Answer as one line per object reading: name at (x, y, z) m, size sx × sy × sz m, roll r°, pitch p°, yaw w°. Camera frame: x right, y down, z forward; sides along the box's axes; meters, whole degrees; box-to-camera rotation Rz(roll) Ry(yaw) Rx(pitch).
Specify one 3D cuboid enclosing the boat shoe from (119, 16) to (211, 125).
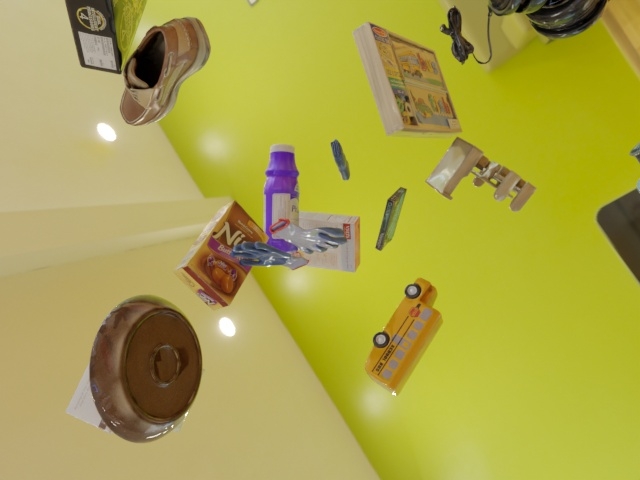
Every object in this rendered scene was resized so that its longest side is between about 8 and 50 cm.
boat shoe at (-0.362, -0.351, 1.001) m, size 0.116 × 0.324 × 0.123 m, roll -29°, pitch -93°, yaw -49°

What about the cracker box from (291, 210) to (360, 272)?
cracker box at (0.000, 0.000, 1.396) m, size 0.067 × 0.232 × 0.156 m, roll -50°, pitch -37°, yaw -57°

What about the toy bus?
toy bus at (0.258, 0.280, 1.416) m, size 0.130 × 0.333 × 0.108 m, roll 27°, pitch 162°, yaw 32°

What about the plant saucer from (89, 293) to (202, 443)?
plant saucer at (-0.349, 0.268, 1.020) m, size 0.310 × 0.050 × 0.311 m, roll -11°, pitch -90°, yaw -67°

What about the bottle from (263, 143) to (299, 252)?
bottle at (-0.102, -0.108, 1.250) m, size 0.118 × 0.092 × 0.283 m, roll 20°, pitch -109°, yaw -82°

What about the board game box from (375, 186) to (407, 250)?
board game box at (0.231, -0.071, 1.558) m, size 0.026 × 0.186 × 0.126 m, roll 22°, pitch -147°, yaw 19°

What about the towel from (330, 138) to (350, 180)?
towel at (0.058, -0.222, 1.319) m, size 0.119 × 0.029 × 0.067 m, roll 59°, pitch -162°, yaw -60°

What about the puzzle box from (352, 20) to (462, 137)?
puzzle box at (0.250, -0.412, 1.275) m, size 0.409 × 0.052 × 0.272 m, roll -16°, pitch -94°, yaw -53°

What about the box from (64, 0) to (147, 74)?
box at (-0.405, -0.576, 0.896) m, size 0.097 × 0.395 × 0.318 m, roll 7°, pitch -120°, yaw -12°

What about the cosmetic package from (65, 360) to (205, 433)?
cosmetic package at (-0.515, 0.432, 1.384) m, size 0.385 × 0.156 × 0.217 m, roll 62°, pitch -134°, yaw -64°

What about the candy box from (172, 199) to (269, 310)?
candy box at (-0.181, 0.024, 0.893) m, size 0.109 × 0.053 × 0.187 m, roll 49°, pitch -139°, yaw -24°

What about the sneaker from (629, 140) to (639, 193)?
sneaker at (0.598, -0.099, 0.776) m, size 0.104 × 0.125 × 0.262 m, roll 31°, pitch -141°, yaw -17°

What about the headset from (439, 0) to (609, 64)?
headset at (0.372, -0.460, 0.821) m, size 0.243 × 0.394 × 0.185 m, roll 5°, pitch -114°, yaw -29°

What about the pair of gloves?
pair of gloves at (-0.058, 0.011, 0.836) m, size 0.159 × 0.198 × 0.023 m, roll 19°, pitch -124°, yaw -43°

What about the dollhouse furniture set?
dollhouse furniture set at (0.467, -0.174, 1.425) m, size 0.242 × 0.161 × 0.212 m, roll 25°, pitch -163°, yaw -27°
